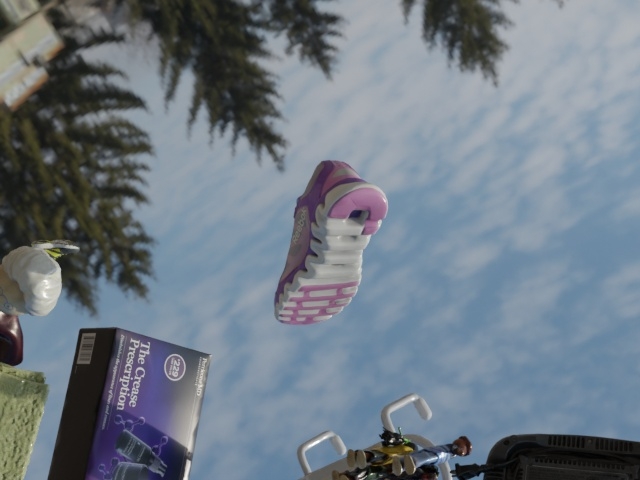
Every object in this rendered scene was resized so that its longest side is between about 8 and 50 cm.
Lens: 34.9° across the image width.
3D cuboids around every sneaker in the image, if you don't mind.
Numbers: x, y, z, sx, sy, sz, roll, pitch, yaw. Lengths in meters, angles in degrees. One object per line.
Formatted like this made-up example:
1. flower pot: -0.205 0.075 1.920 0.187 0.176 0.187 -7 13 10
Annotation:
1. sneaker: 0.000 0.000 1.212 0.095 0.236 0.105 0 -138 -29
2. sneaker: -0.468 0.018 1.794 0.083 0.035 0.031 3 -164 -15

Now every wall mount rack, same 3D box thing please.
1. wall mount rack: 0.113 0.399 1.477 0.130 0.304 0.350 -16 167 -46

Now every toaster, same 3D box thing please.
1. toaster: 0.239 0.267 0.947 0.226 0.146 0.129 1 -129 16

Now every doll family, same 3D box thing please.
1. doll family: 0.106 0.275 1.259 0.111 0.076 0.193 0 179 -37

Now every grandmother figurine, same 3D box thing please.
1. grandmother figurine: -0.465 0.103 1.315 0.342 0.208 0.104 -25 -152 25

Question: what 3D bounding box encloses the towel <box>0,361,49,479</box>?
1. towel: -0.369 0.210 1.133 0.027 0.110 0.148 -20 -123 60

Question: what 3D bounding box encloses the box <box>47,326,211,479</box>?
1. box: -0.279 0.275 1.493 0.103 0.184 0.261 -6 -111 42
